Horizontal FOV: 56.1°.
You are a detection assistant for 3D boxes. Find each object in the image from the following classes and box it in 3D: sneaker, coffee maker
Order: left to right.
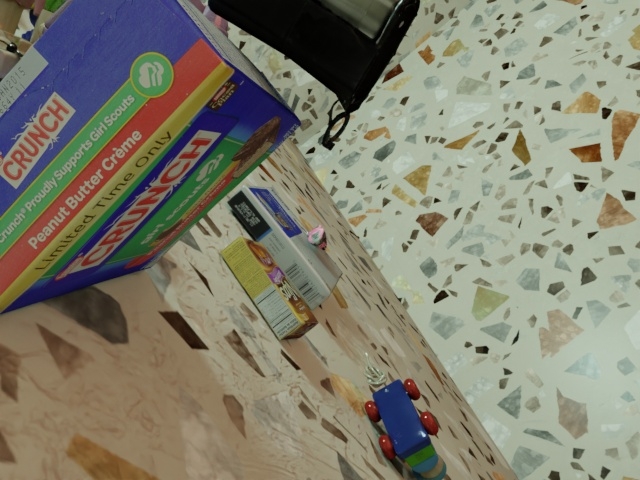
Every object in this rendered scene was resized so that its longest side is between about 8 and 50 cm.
[{"bbox_3d":[-0.018,-0.216,0.601,0.178,0.171,0.120,34,0,6],"label":"coffee maker"},{"bbox_3d":[0.000,0.000,1.484,0.057,0.047,0.119,60,7,-11],"label":"sneaker"}]

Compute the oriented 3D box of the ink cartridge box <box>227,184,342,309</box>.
[{"bbox_3d":[-0.074,0.004,1.428,0.304,0.072,0.307,50,6,1],"label":"ink cartridge box"}]

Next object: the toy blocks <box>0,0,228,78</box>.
[{"bbox_3d":[-0.269,-0.297,0.693,0.288,0.260,0.309,24,7,7],"label":"toy blocks"}]

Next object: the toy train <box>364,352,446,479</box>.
[{"bbox_3d":[0.156,0.332,1.142,0.143,0.105,0.248,58,3,-30],"label":"toy train"}]

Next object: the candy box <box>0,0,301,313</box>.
[{"bbox_3d":[-0.170,-0.081,0.570,0.122,0.268,0.317,48,9,3],"label":"candy box"}]

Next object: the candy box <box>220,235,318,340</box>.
[{"bbox_3d":[-0.087,0.084,1.050,0.187,0.053,0.109,55,8,14],"label":"candy box"}]

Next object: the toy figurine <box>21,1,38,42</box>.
[{"bbox_3d":[-0.435,-0.369,0.915,0.191,0.217,0.363,27,-55,51],"label":"toy figurine"}]
